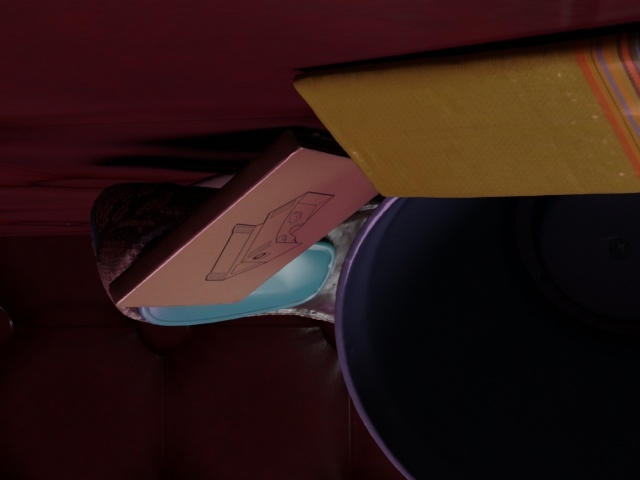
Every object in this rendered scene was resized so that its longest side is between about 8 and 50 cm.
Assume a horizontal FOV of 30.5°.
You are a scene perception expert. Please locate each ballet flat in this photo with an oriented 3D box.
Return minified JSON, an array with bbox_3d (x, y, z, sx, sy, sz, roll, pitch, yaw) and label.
[{"bbox_3d":[0.000,0.000,1.164,0.482,0.164,0.182,5,-146,-32],"label":"ballet flat"}]

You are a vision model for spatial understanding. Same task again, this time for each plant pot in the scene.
[{"bbox_3d":[0.182,0.037,0.774,0.293,0.293,0.196,-2,-156,28],"label":"plant pot"}]

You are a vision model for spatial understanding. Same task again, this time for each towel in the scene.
[{"bbox_3d":[0.108,-0.058,0.542,0.237,0.021,0.102,-1,145,36],"label":"towel"}]

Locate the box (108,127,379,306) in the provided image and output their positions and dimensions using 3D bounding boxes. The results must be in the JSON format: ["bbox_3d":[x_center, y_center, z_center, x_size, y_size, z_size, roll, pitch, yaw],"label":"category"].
[{"bbox_3d":[-0.045,-0.011,0.914,0.201,0.021,0.164,-39,158,24],"label":"box"}]

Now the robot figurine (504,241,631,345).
[{"bbox_3d":[0.167,0.042,1.010,0.209,0.173,0.278,-1,-149,39],"label":"robot figurine"}]
